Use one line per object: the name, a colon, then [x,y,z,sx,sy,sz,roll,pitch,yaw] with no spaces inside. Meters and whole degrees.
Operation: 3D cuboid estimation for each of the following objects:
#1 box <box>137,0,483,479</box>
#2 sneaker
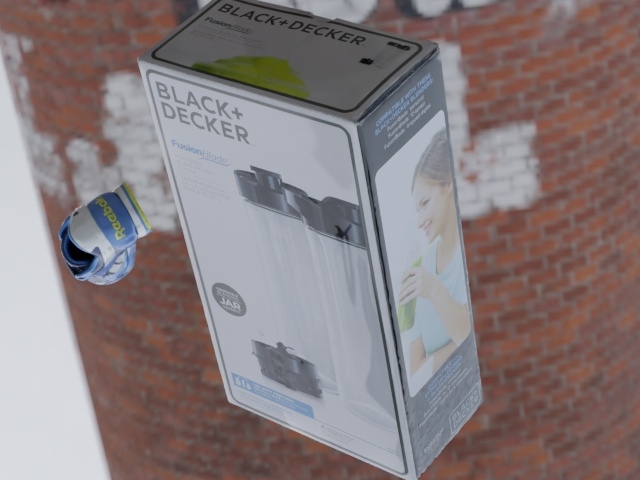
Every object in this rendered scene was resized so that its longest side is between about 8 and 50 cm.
box: [0.000,0.000,0.978,0.169,0.290,0.087,20,-133,32]
sneaker: [-0.169,0.002,1.144,0.059,0.053,0.144,-32,171,-23]
